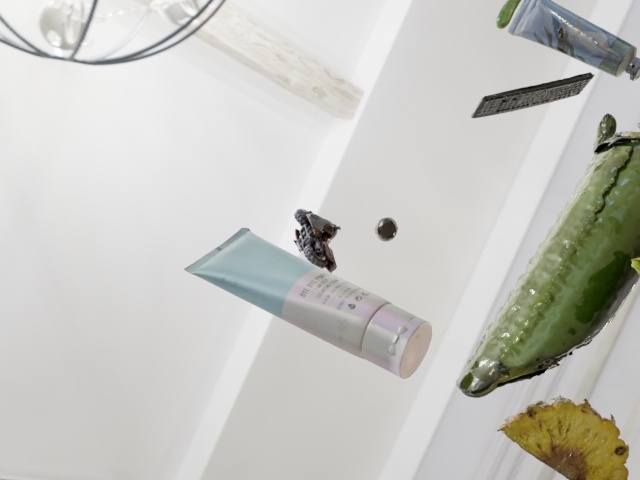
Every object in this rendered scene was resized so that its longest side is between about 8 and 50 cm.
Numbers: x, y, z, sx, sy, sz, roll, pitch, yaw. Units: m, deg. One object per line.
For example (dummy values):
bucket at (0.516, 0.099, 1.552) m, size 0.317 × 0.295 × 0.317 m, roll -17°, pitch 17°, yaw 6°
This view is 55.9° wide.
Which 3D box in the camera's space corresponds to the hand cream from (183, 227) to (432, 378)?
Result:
hand cream at (-0.021, 0.068, 0.721) m, size 0.111 × 0.312 × 0.070 m, roll -39°, pitch -42°, yaw -35°

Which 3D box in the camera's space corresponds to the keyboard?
keyboard at (0.439, -0.298, 1.252) m, size 0.250 × 0.087 × 0.017 m, roll -14°, pitch -108°, yaw -8°

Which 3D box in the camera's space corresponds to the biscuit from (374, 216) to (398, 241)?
biscuit at (0.157, -0.025, 1.431) m, size 0.055 × 0.219 × 0.061 m, roll -27°, pitch -90°, yaw 7°

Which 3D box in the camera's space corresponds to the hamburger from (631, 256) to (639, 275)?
hamburger at (0.346, 0.048, 0.529) m, size 0.126 × 0.141 × 0.082 m, roll 6°, pitch -78°, yaw -51°

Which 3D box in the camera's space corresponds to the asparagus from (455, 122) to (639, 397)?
asparagus at (0.291, 0.031, 0.664) m, size 0.382 × 0.108 × 0.128 m, roll -54°, pitch -48°, yaw -7°

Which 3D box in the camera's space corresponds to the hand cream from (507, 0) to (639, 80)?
hand cream at (0.480, -0.379, 1.135) m, size 0.058 × 0.271 × 0.091 m, roll -13°, pitch -44°, yaw -46°

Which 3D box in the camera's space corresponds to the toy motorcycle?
toy motorcycle at (0.000, 0.000, 1.440) m, size 0.118 × 0.212 × 0.084 m, roll 28°, pitch -63°, yaw -28°

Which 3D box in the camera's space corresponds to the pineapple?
pineapple at (0.452, 0.348, 1.119) m, size 0.249 × 0.164 × 0.140 m, roll 32°, pitch -88°, yaw 5°

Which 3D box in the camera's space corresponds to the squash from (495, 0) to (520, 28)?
squash at (0.344, -0.422, 1.092) m, size 0.027 × 0.027 × 0.089 m, roll 35°, pitch -99°, yaw -35°

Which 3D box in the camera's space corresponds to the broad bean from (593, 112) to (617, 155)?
broad bean at (0.543, -0.154, 1.141) m, size 0.070 × 0.048 × 0.214 m, roll 68°, pitch -149°, yaw -49°
